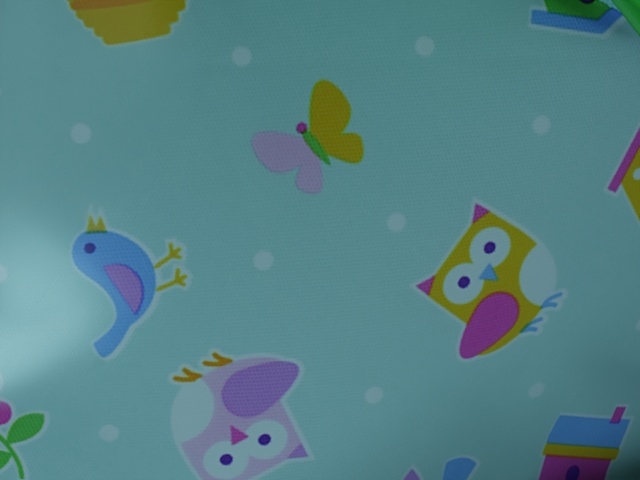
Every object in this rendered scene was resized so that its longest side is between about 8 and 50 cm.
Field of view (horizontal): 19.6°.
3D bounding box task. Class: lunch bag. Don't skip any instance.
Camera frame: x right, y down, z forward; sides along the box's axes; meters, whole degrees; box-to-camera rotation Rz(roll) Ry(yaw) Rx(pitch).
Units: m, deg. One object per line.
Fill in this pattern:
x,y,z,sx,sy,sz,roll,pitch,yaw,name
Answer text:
0.000,0.000,0.529,0.262,0.160,0.223,27,96,-14,lunch bag

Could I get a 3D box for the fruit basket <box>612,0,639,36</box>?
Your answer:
0.128,-0.220,0.456,0.392,0.392,0.283,41,117,18,fruit basket
